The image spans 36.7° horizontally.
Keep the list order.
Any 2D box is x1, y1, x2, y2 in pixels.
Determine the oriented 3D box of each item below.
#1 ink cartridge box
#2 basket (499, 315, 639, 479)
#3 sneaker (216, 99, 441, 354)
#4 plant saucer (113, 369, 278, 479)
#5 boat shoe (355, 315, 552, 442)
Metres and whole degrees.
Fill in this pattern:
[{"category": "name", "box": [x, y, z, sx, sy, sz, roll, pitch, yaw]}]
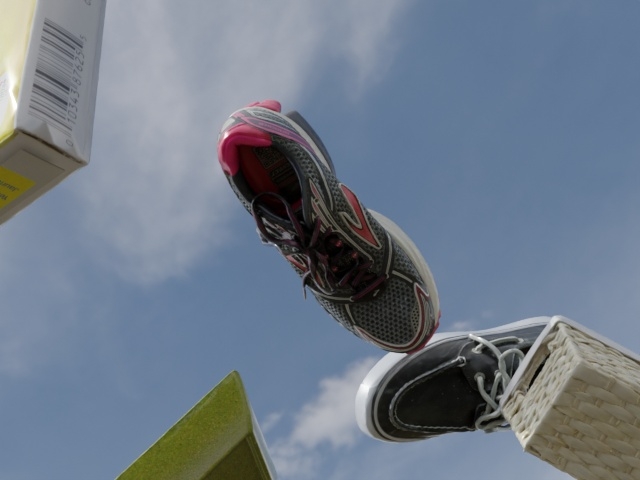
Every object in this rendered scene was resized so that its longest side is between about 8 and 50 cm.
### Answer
[{"category": "ink cartridge box", "box": [-0.288, -0.116, 0.763, 0.307, 0.304, 0.072, -27, -41, 28]}, {"category": "basket", "box": [0.267, 0.164, 0.888, 0.167, 0.103, 0.113, 27, -77, -6]}, {"category": "sneaker", "box": [0.000, 0.000, 0.953, 0.121, 0.112, 0.299, -40, -84, 16]}, {"category": "plant saucer", "box": [-0.112, 0.246, 0.916, 0.188, 0.045, 0.188, -42, -37, -24]}, {"category": "boat shoe", "box": [0.188, 0.158, 1.058, 0.306, 0.105, 0.113, -7, -82, -26]}]
